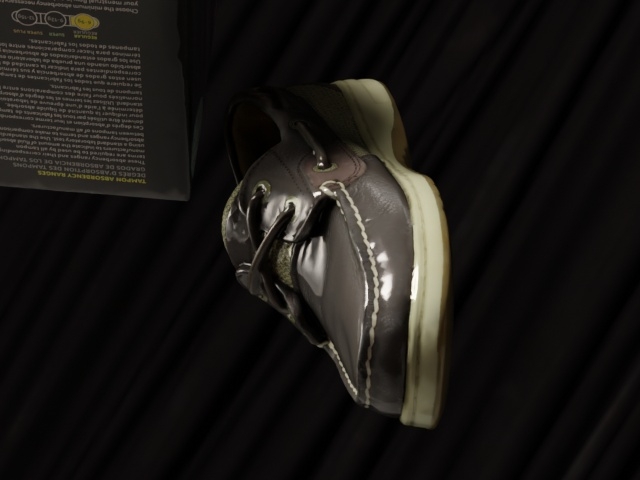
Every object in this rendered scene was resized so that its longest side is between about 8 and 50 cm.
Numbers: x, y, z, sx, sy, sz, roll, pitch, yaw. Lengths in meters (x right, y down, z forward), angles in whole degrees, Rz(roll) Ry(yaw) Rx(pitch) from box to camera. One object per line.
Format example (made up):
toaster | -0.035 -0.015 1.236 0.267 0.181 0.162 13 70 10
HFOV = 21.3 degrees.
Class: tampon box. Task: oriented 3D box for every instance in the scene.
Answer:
tampon box | -0.094 -0.114 0.677 0.101 0.161 0.120 5 49 0

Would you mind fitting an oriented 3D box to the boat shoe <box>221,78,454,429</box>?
boat shoe | 0.000 -0.001 0.624 0.073 0.080 0.223 2 26 -8
